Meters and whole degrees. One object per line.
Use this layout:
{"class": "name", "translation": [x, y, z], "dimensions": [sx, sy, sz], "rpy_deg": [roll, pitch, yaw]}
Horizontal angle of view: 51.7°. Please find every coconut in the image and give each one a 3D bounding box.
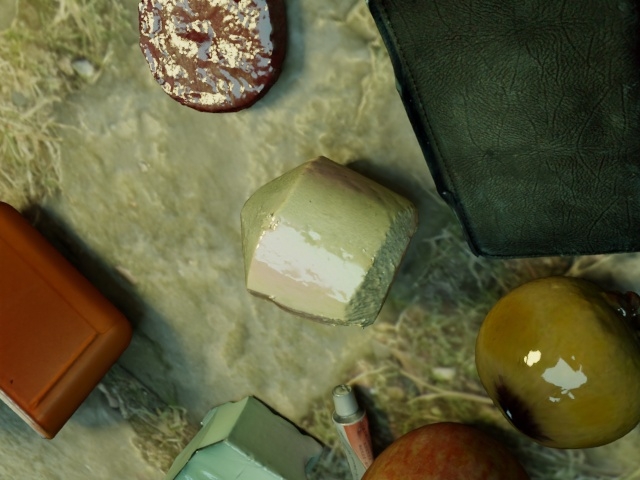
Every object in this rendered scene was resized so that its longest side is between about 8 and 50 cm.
{"class": "coconut", "translation": [0.000, 0.000, 0.598], "dimensions": [0.153, 0.147, 0.147], "rpy_deg": [24, 119, 5]}

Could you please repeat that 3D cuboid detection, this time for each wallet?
{"class": "wallet", "translation": [0.153, -0.088, 0.479], "dimensions": [0.173, 0.045, 0.318], "rpy_deg": [-5, 142, 27]}

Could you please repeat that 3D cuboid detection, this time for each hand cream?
{"class": "hand cream", "translation": [0.052, 0.258, 0.751], "dimensions": [0.038, 0.052, 0.216], "rpy_deg": [-20, 112, -8]}

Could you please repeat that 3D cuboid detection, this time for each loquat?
{"class": "loquat", "translation": [0.211, 0.104, 0.571], "dimensions": [0.163, 0.137, 0.163], "rpy_deg": [5, 99, 30]}

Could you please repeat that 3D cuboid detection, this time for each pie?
{"class": "pie", "translation": [-0.097, -0.189, 0.603], "dimensions": [0.155, 0.036, 0.154], "rpy_deg": [8, 116, 16]}

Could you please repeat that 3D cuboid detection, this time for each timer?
{"class": "timer", "translation": [-0.377, 0.113, 0.779], "dimensions": [0.257, 0.161, 0.250], "rpy_deg": [45, 138, -5]}

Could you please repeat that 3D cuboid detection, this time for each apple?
{"class": "apple", "translation": [0.125, 0.281, 0.661], "dimensions": [0.188, 0.174, 0.188], "rpy_deg": [9, 116, 20]}

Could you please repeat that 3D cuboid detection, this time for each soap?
{"class": "soap", "translation": [-0.117, 0.303, 0.807], "dimensions": [0.145, 0.091, 0.230], "rpy_deg": [34, 119, 2]}
